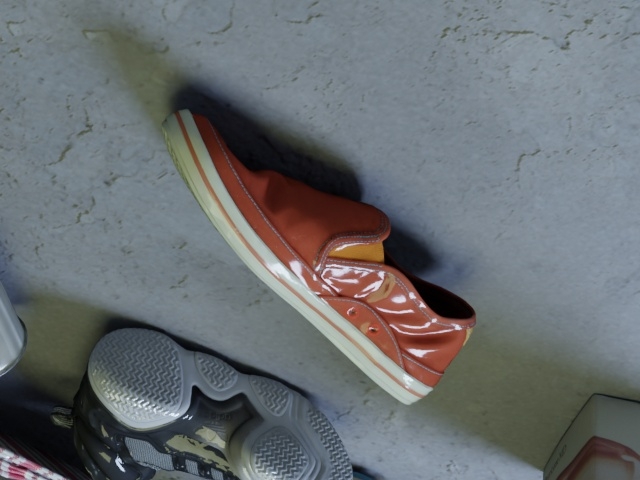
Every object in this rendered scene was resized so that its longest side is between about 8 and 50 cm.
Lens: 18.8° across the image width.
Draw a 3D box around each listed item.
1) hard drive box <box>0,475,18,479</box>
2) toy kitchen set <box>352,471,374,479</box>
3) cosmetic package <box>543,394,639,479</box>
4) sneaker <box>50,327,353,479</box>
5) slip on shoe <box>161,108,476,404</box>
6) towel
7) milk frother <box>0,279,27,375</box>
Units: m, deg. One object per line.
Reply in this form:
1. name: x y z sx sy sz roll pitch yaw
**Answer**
1. hard drive box: -0.262 0.318 1.940 0.232 0.089 0.181 14 140 -9
2. toy kitchen set: 0.051 0.314 1.896 0.207 0.122 0.166 44 132 -11
3. cosmetic package: 0.268 0.302 1.676 0.129 0.296 0.153 13 139 -6
4. sneaker: -0.110 0.182 1.745 0.268 0.101 0.153 29 137 -17
5. slip on shoe: 0.000 0.000 1.508 0.101 0.123 0.331 -44 120 7
6. towel: -0.268 0.210 1.790 0.197 0.029 0.144 30 176 -26
7. milk frother: -0.338 0.046 1.625 0.143 0.129 0.135 38 155 34
